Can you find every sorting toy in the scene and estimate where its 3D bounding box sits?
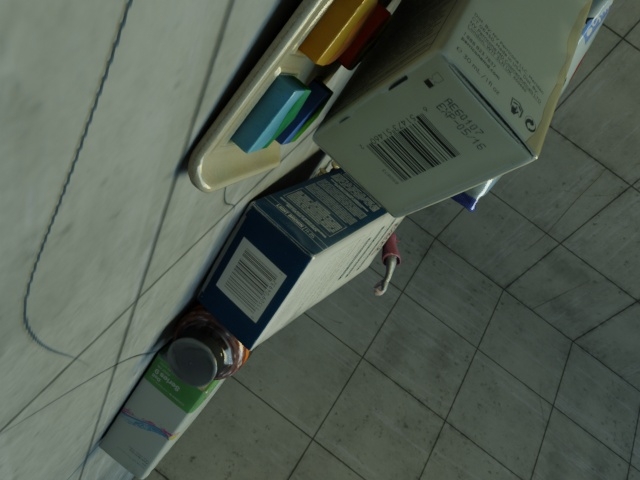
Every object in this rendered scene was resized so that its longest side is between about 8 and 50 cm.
[{"bbox_3d":[-0.003,-0.130,0.467,0.208,0.038,0.193,-54,177,18],"label":"sorting toy"}]

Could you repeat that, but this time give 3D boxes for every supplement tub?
[{"bbox_3d":[-0.134,0.122,0.860,0.106,0.106,0.198,-54,177,25],"label":"supplement tub"}]

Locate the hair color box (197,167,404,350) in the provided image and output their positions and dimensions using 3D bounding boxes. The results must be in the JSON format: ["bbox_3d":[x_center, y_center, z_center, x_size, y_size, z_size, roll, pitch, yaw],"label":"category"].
[{"bbox_3d":[0.000,0.000,0.875,0.347,0.105,0.174,-28,157,-56],"label":"hair color box"}]

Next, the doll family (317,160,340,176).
[{"bbox_3d":[-0.002,-0.066,1.094,0.111,0.076,0.193,-49,175,27],"label":"doll family"}]

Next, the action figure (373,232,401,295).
[{"bbox_3d":[0.082,-0.019,1.570,0.370,0.248,0.276,-17,123,-51],"label":"action figure"}]

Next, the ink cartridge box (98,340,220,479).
[{"bbox_3d":[-0.220,0.233,0.942,0.212,0.093,0.154,-56,176,25],"label":"ink cartridge box"}]

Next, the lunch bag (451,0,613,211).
[{"bbox_3d":[0.216,-0.231,0.901,0.328,0.239,0.385,-56,170,12],"label":"lunch bag"}]

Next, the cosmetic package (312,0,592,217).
[{"bbox_3d":[0.134,-0.182,0.552,0.160,0.113,0.309,-23,-150,53],"label":"cosmetic package"}]
